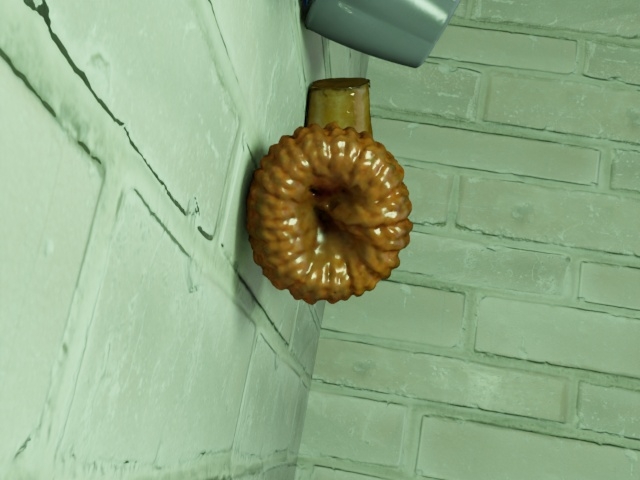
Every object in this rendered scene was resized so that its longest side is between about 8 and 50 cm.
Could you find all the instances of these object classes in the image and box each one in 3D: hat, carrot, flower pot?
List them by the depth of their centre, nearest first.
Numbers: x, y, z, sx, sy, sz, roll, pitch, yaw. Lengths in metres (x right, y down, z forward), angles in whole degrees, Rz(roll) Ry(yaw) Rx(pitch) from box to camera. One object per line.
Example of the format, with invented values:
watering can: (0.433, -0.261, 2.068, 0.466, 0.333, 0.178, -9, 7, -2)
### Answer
hat: (0.023, -0.071, 1.301, 0.400, 0.285, 0.285, -75, 172, -73)
flower pot: (0.130, -0.464, 1.463, 0.265, 0.243, 0.265, -58, -174, 10)
carrot: (0.031, -0.239, 1.724, 0.196, 0.196, 0.254, -70, 157, -62)

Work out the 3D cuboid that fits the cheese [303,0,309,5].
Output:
cheese: (0.010, -0.549, 1.387, 0.156, 0.064, 0.250, 89, 19, -72)
